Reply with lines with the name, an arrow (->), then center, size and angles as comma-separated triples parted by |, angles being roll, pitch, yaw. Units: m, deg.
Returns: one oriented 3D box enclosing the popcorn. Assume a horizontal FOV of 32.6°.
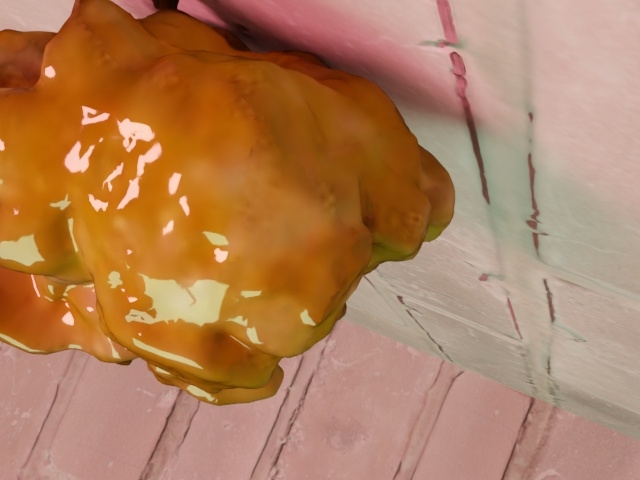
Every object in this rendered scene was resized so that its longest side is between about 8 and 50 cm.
popcorn -> -0.071, -0.024, 0.550 | 0.253, 0.191, 0.190 | 28, -160, 2
